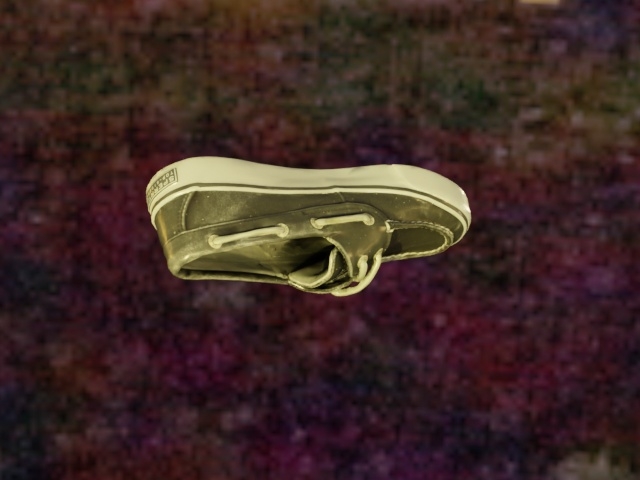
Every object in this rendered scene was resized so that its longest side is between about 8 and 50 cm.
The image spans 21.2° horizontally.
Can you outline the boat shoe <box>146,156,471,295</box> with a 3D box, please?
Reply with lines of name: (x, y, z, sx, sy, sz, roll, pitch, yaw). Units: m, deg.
boat shoe: (0.000, 0.000, 1.030, 0.219, 0.078, 0.070, 1, 56, -30)
